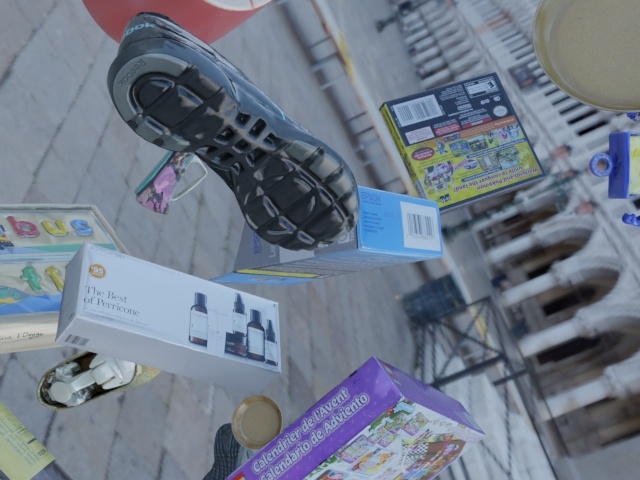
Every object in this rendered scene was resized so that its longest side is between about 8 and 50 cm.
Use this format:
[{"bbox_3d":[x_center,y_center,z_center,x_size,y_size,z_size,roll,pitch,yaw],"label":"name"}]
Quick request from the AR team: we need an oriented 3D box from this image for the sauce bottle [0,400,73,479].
[{"bbox_3d":[-0.267,0.207,0.713,0.344,0.111,0.111,47,11,2],"label":"sauce bottle"}]

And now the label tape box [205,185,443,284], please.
[{"bbox_3d":[0.000,0.000,1.486,0.240,0.333,0.106,7,75,-51],"label":"label tape box"}]

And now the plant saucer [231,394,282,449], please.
[{"bbox_3d":[-0.095,0.279,1.352,0.015,0.083,0.083,43,25,-66],"label":"plant saucer"}]

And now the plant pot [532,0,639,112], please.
[{"bbox_3d":[0.381,-0.255,1.078,0.032,0.236,0.236,52,17,-64],"label":"plant pot"}]

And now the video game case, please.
[{"bbox_3d":[0.285,-0.195,1.761,0.248,0.274,0.035,67,-21,12],"label":"video game case"}]

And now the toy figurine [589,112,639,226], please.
[{"bbox_3d":[0.533,-0.146,1.368,0.191,0.217,0.363,-65,154,-84],"label":"toy figurine"}]

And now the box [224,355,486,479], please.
[{"bbox_3d":[0.051,0.235,0.960,0.057,0.201,0.293,53,8,31],"label":"box"}]

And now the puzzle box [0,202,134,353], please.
[{"bbox_3d":[-0.432,0.040,1.148,0.409,0.052,0.272,-3,35,-42],"label":"puzzle box"}]

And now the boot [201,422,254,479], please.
[{"bbox_3d":[-0.190,0.522,1.850,0.161,0.083,0.246,76,23,-48],"label":"boot"}]

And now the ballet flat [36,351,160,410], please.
[{"bbox_3d":[-0.437,0.261,1.749,0.123,0.348,0.123,35,42,-40],"label":"ballet flat"}]

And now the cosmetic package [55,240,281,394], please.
[{"bbox_3d":[-0.157,0.087,0.955,0.239,0.060,0.099,20,44,-29],"label":"cosmetic package"}]

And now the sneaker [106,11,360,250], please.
[{"bbox_3d":[-0.060,-0.091,0.730,0.267,0.101,0.106,42,19,-38],"label":"sneaker"}]

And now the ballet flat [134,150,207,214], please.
[{"bbox_3d":[-0.202,-0.136,1.372,0.079,0.221,0.077,33,6,-19],"label":"ballet flat"}]

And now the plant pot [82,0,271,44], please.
[{"bbox_3d":[-0.174,-0.394,1.189,0.243,0.275,0.275,10,-46,57],"label":"plant pot"}]
